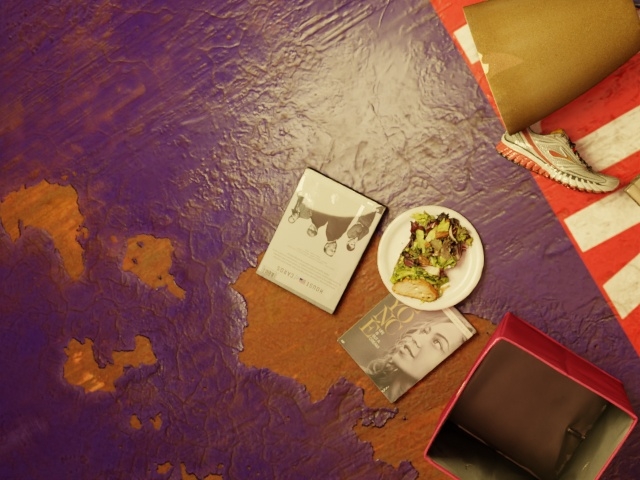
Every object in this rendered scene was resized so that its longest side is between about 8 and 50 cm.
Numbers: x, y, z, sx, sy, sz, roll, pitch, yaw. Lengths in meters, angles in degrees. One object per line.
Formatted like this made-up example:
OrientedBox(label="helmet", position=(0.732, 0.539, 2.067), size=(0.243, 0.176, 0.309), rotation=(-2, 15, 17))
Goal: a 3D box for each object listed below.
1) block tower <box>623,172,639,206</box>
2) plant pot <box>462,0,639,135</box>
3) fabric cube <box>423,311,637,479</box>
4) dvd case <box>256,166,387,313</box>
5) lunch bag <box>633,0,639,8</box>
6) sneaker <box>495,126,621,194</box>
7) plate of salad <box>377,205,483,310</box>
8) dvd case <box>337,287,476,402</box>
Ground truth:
OrientedBox(label="block tower", position=(0.676, -0.175, 1.461), size=(0.335, 0.091, 0.097), rotation=(-45, 84, 13))
OrientedBox(label="plant pot", position=(0.400, -0.334, 1.444), size=(0.255, 0.237, 0.237), rotation=(-21, 89, 15))
OrientedBox(label="fabric cube", position=(0.363, 0.308, 1.493), size=(0.259, 0.258, 0.254), rotation=(32, 102, 10))
OrientedBox(label="dvd case", position=(0.000, 0.000, 1.681), size=(0.179, 0.029, 0.238), rotation=(28, 101, 11))
OrientedBox(label="lunch bag", position=(0.594, -0.483, 1.462), size=(0.219, 0.090, 0.176), rotation=(7, 100, 15))
OrientedBox(label="sneaker", position=(0.432, -0.150, 1.528), size=(0.225, 0.088, 0.092), rotation=(28, 99, 11))
OrientedBox(label="plate of salad", position=(0.206, 0.032, 1.609), size=(0.200, 0.048, 0.199), rotation=(0, 87, 9))
OrientedBox(label="dvd case", position=(0.165, 0.185, 1.657), size=(0.221, 0.018, 0.164), rotation=(-43, 83, 13))
